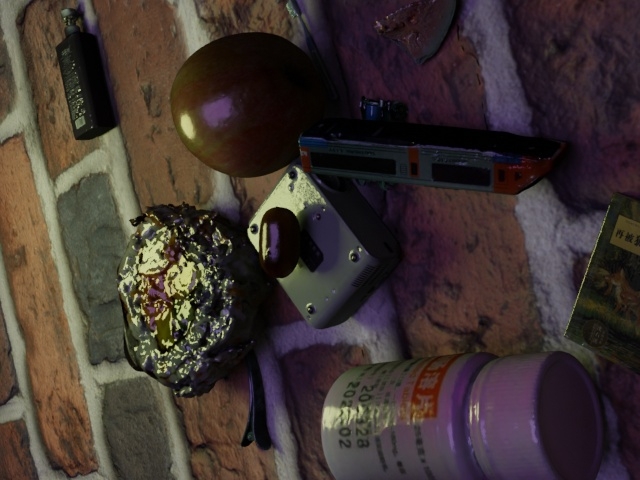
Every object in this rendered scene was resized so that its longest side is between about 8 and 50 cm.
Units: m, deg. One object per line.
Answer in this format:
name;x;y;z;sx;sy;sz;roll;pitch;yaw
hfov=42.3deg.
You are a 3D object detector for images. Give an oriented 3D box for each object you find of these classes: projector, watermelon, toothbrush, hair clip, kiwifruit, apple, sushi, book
projector;0.000;0.000;1.470;0.198;0.108;0.250;-51;62;33
watermelon;0.157;-0.344;1.314;0.155;0.080;0.101;-32;83;24
toothbrush;-0.016;-0.346;1.500;0.019;0.016;0.219;-36;72;41
hair clip;-0.137;0.310;1.691;0.070;0.039;0.229;-4;88;42
kiwifruit;-0.070;0.002;1.414;0.075;0.075;0.124;9;105;41
apple;-0.124;-0.242;1.454;0.234;0.257;0.256;-28;77;40
sushi;-0.266;0.117;1.686;0.417;0.176;0.417;-2;87;45
book;0.440;0.066;1.138;0.160;0.024;0.228;29;115;39

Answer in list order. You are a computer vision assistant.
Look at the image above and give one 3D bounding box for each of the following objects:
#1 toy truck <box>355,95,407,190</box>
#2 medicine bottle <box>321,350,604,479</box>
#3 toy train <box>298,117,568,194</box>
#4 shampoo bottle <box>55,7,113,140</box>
toy truck;0.088;-0.163;1.390;0.080;0.078;0.154;15;106;42
medicine bottle;0.203;0.282;1.249;0.388;0.219;0.219;-15;86;43
toy train;0.165;-0.126;1.270;0.409;0.086;0.089;9;119;27
shampoo bottle;-0.568;-0.399;1.956;0.098;0.071;0.309;-18;83;43
